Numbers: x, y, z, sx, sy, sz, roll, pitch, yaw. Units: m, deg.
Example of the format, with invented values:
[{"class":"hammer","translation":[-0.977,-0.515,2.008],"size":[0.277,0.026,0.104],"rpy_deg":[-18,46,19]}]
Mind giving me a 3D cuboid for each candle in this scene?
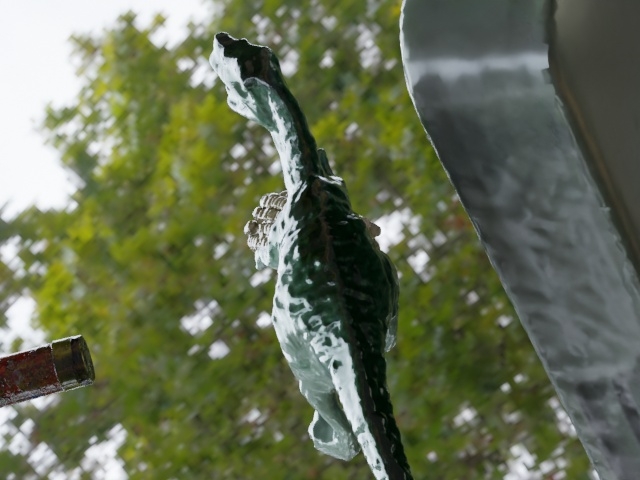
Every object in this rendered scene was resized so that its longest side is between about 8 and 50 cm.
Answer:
[{"class":"candle","translation":[-0.285,0.130,1.619],"size":[0.052,0.131,0.052],"rpy_deg":[-15,-90,-88]}]

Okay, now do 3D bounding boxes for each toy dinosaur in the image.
[{"class":"toy dinosaur","translation":[0.023,0.077,0.831],"size":[0.129,0.076,0.383],"rpy_deg":[57,-169,-73]}]

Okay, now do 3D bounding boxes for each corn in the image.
[{"class":"corn","translation":[0.000,0.000,1.687],"size":[0.087,0.211,0.087],"rpy_deg":[-6,-77,-29]}]

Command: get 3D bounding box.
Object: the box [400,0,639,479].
[{"class":"box","translation":[0.215,-0.078,0.961],"size":[0.396,0.111,0.396],"rpy_deg":[-57,-49,-40]}]
